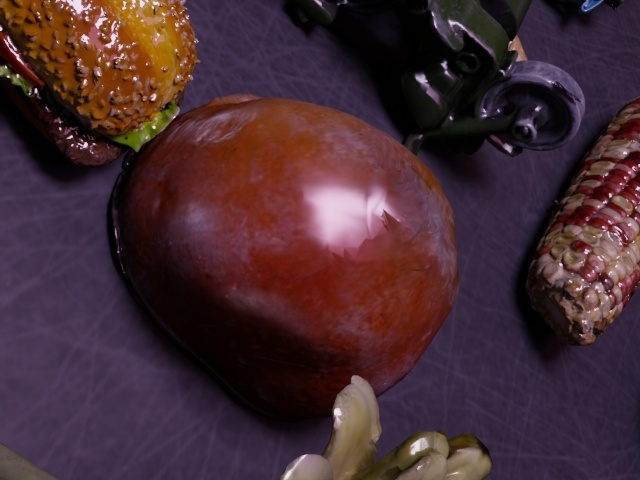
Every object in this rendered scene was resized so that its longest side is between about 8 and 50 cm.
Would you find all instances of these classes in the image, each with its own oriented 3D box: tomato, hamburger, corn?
[{"bbox_3d":[0.000,0.000,0.798,0.214,0.155,0.180,38,54,-29],"label":"tomato"},{"bbox_3d":[-0.140,-0.128,0.753,0.166,0.087,0.137,55,45,-13],"label":"hamburger"},{"bbox_3d":[0.246,-0.021,1.088,0.098,0.098,0.290,52,49,-16],"label":"corn"}]

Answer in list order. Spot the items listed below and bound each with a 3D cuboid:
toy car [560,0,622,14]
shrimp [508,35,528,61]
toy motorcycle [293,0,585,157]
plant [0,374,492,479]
[{"bbox_3d":[0.256,-0.269,1.215,0.126,0.098,0.161,38,76,6],"label":"toy car"},{"bbox_3d":[0.144,-0.161,1.095,0.059,0.023,0.108,-19,87,-38],"label":"shrimp"},{"bbox_3d":[0.088,-0.192,0.987,0.275,0.127,0.205,41,48,-16],"label":"toy motorcycle"},{"bbox_3d":[-0.053,0.187,0.621,0.261,0.297,0.305,29,93,-39],"label":"plant"}]
